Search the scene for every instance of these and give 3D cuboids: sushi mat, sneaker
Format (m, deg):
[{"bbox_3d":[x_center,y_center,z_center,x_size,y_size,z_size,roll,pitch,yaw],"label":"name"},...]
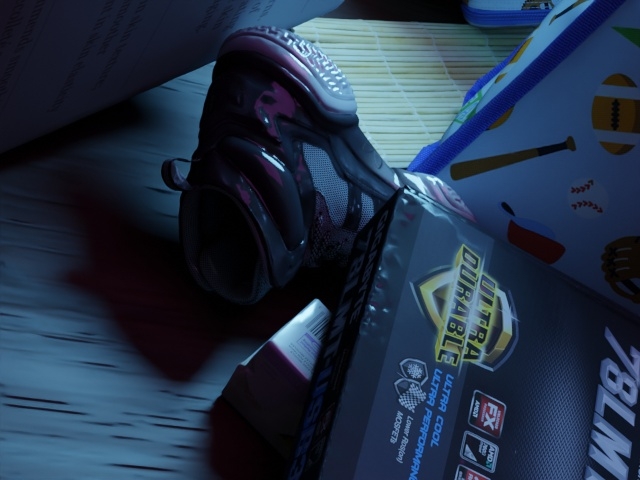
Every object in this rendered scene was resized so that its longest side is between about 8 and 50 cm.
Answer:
[{"bbox_3d":[0.106,-0.118,1.567,0.316,0.019,0.151,-4,57,-45],"label":"sushi mat"},{"bbox_3d":[0.000,0.000,1.291,0.268,0.101,0.153,48,57,-27],"label":"sneaker"}]

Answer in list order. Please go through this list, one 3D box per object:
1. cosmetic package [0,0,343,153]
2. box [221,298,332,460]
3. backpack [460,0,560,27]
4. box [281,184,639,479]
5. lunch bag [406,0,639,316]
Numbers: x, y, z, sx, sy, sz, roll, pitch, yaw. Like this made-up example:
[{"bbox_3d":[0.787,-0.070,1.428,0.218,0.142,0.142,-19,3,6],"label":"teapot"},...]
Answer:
[{"bbox_3d":[-0.154,-0.294,1.187,0.393,0.329,0.327,-28,73,-38],"label":"cosmetic package"},{"bbox_3d":[0.079,0.176,1.206,0.324,0.063,0.067,45,40,4],"label":"box"},{"bbox_3d":[0.180,-0.289,1.624,0.263,0.213,0.276,4,17,13],"label":"backpack"},{"bbox_3d":[0.127,0.151,1.159,0.293,0.073,0.296,28,48,-11],"label":"box"},{"bbox_3d":[0.304,-0.073,1.379,0.328,0.385,0.239,43,37,-4],"label":"lunch bag"}]
